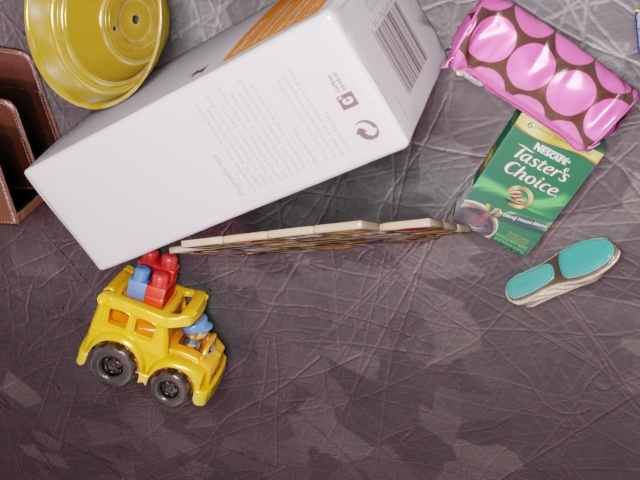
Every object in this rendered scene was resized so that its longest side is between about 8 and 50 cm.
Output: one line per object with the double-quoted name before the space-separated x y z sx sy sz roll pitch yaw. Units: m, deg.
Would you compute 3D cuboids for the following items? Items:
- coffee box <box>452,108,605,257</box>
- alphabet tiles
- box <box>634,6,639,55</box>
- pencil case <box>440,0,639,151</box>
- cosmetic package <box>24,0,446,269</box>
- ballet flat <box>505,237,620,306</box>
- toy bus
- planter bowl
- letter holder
"coffee box" 0.252 -0.073 1.067 0.113 0.040 0.184 28 130 -1
"alphabet tiles" 0.000 0.000 1.090 0.343 0.285 0.011 -6 85 24
"box" 0.394 -0.203 0.846 0.169 0.059 0.054 33 148 53
"pencil case" 0.241 -0.180 0.958 0.209 0.098 0.095 32 172 -2
"cosmetic package" -0.101 -0.148 1.022 0.453 0.230 0.161 -21 115 30
"ballet flat" 0.320 0.043 1.131 0.168 0.057 0.052 -26 141 37
"toy bus" -0.242 0.124 1.346 0.220 0.149 0.211 21 114 2
"planter bowl" -0.251 -0.271 1.054 0.217 0.090 0.217 6 103 28
"letter holder" -0.546 -0.155 1.231 0.302 0.152 0.214 3 124 18
